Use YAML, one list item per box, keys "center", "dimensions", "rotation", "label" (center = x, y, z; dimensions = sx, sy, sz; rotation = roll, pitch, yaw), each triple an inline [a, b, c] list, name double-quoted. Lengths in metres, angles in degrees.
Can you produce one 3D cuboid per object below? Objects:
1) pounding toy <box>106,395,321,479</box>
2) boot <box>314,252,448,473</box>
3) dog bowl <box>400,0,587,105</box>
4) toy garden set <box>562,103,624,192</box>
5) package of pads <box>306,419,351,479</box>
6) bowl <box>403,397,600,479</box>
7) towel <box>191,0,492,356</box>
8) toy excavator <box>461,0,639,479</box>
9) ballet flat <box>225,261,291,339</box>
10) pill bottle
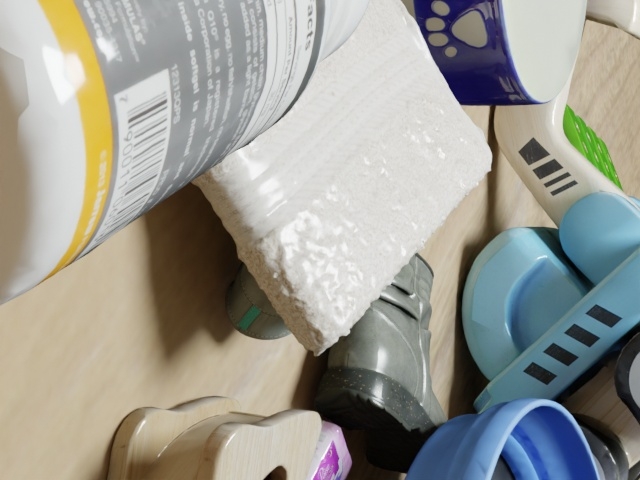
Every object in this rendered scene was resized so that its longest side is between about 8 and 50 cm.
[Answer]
- center: [-0.041, 0.226, 0.624]
  dimensions: [0.154, 0.155, 0.269]
  rotation: [35, 63, -53]
  label: "pounding toy"
- center: [0.076, 0.097, 0.910]
  dimensions: [0.246, 0.083, 0.161]
  rotation: [53, 43, -53]
  label: "boot"
- center: [0.151, -0.250, 0.959]
  dimensions: [0.265, 0.104, 0.264]
  rotation: [-18, 111, -60]
  label: "dog bowl"
- center: [0.341, -0.044, 1.357]
  dimensions: [0.244, 0.049, 0.203]
  rotation: [16, 54, -64]
  label: "toy garden set"
- center: [-0.009, 0.178, 0.807]
  dimensions: [0.083, 0.032, 0.050]
  rotation: [-58, 143, -41]
  label: "package of pads"
- center: [0.148, 0.318, 0.845]
  dimensions: [0.391, 0.077, 0.391]
  rotation: [19, 68, -59]
  label: "bowl"
- center: [0.017, -0.071, 0.723]
  dimensions: [0.187, 0.049, 0.282]
  rotation: [57, 39, -11]
  label: "towel"
- center: [0.257, -0.006, 1.105]
  dimensions: [0.433, 0.445, 0.222]
  rotation: [-48, 162, 21]
  label: "toy excavator"
- center: [0.000, 0.000, 0.771]
  dimensions: [0.213, 0.072, 0.068]
  rotation: [-42, 171, -51]
  label: "ballet flat"
- center: [-0.092, -0.097, 0.472]
  dimensions: [0.278, 0.162, 0.162]
  rotation: [-43, 131, -52]
  label: "pill bottle"
